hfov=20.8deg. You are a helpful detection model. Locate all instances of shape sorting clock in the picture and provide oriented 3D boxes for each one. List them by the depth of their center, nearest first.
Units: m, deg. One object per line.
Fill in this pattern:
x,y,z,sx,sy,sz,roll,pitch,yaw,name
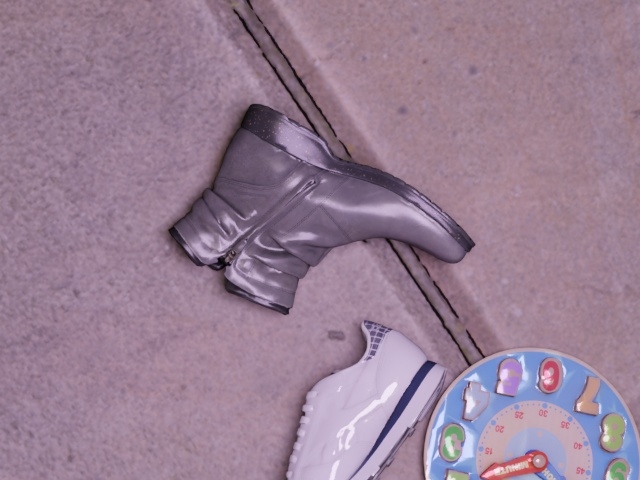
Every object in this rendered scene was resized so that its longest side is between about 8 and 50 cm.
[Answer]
0.194,0.200,1.581,0.206,0.040,0.206,1,84,-9,shape sorting clock

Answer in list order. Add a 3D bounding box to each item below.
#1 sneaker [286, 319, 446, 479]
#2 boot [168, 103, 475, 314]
0.013,0.183,1.543,0.095,0.090,0.235,35,76,9,sneaker
0.000,0.000,1.562,0.246,0.083,0.161,29,88,1,boot
